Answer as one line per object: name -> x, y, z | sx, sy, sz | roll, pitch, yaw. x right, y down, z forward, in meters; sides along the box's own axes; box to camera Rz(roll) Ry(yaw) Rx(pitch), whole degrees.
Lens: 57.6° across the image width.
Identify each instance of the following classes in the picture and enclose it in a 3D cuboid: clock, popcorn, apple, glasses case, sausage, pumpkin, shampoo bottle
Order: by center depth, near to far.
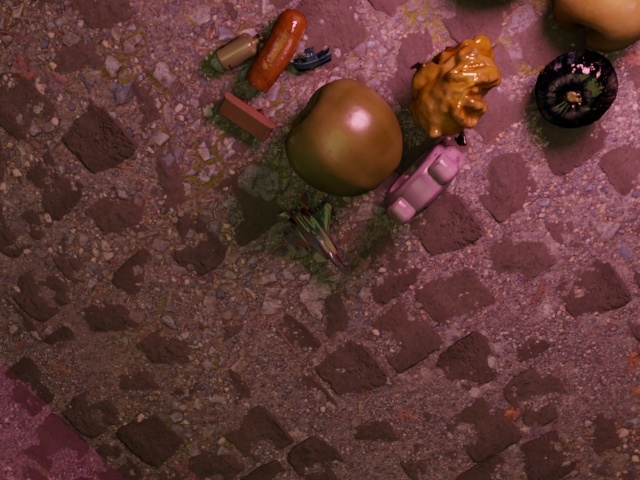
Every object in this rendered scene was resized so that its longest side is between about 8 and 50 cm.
apple -> 0.803, -0.678, 1.617 | 0.291, 0.292, 0.254 | 33, 102, -5
popcorn -> 0.384, -0.451, 1.731 | 0.280, 0.316, 0.297 | 28, 139, -24
pumpkin -> 0.758, -0.447, 1.731 | 0.232, 0.163, 0.233 | 14, 127, 19
apple -> 0.076, -0.304, 1.787 | 0.356, 0.357, 0.358 | 2, 109, 6
clock -> 0.316, -0.177, 1.809 | 0.113, 0.322, 0.295 | 43, 108, -3
sausage -> -0.138, -0.598, 1.834 | 0.108, 0.109, 0.271 | 33, 107, -5
shampoo bottle -> -0.250, -0.610, 1.857 | 0.161, 0.079, 0.079 | -25, 104, 14
glasses case -> -0.243, -0.409, 1.940 | 0.193, 0.070, 0.102 | 33, 137, -7

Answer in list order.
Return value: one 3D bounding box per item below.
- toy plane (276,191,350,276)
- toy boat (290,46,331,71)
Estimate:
toy plane -> 0.001, -0.003, 2.023 | 0.223, 0.104, 0.326 | -37, 105, 18
toy boat -> -0.030, -0.581, 1.849 | 0.137, 0.060, 0.061 | -14, 126, 18
